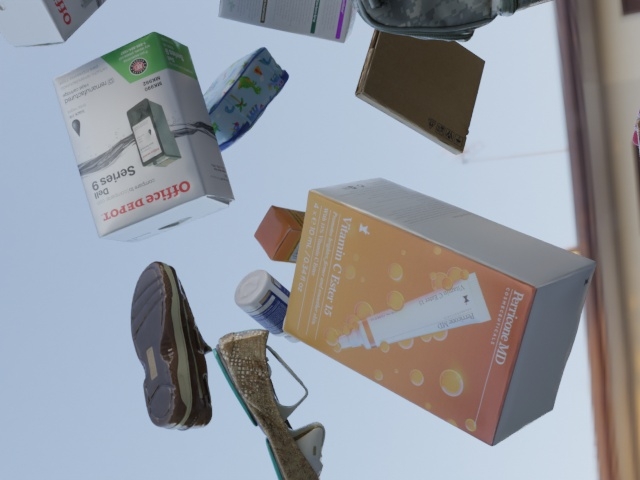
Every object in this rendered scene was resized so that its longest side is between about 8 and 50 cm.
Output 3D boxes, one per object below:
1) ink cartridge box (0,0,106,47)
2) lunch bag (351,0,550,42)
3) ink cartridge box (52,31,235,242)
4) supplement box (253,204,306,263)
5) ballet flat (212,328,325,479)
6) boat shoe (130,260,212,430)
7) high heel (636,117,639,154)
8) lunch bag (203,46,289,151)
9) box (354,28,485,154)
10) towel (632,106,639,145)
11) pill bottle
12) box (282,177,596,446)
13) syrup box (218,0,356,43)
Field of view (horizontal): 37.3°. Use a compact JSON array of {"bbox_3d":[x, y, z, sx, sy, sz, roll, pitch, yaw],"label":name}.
[{"bbox_3d":[-0.421,-0.469,1.519,0.283,0.117,0.207,-62,-36,-39],"label":"ink cartridge box"},{"bbox_3d":[0.117,-0.356,1.063,0.305,0.256,0.212,-112,4,-57],"label":"lunch bag"},{"bbox_3d":[-0.291,-0.165,1.574,0.289,0.211,0.121,71,-164,8],"label":"ink cartridge box"},{"bbox_3d":[0.000,0.000,1.712,0.233,0.078,0.080,11,-60,-43],"label":"supplement box"},{"bbox_3d":[-0.034,0.179,0.934,0.206,0.067,0.073,64,177,-4],"label":"ballet flat"},{"bbox_3d":[-0.205,0.153,1.352,0.095,0.095,0.257,22,-133,-43],"label":"boat shoe"},{"bbox_3d":[0.558,-0.017,1.324,0.127,0.181,0.377,20,-117,-70],"label":"high heel"},{"bbox_3d":[-0.166,-0.245,1.728,0.090,0.176,0.219,47,-129,-20],"label":"lunch bag"},{"bbox_3d":[0.153,-0.243,1.411,0.201,0.021,0.164,26,-110,-28],"label":"box"},{"bbox_3d":[0.612,-0.219,1.502,0.031,0.199,0.275,-48,-27,-30],"label":"towel"},{"bbox_3d":[-0.067,0.102,1.417,0.120,0.067,0.067,44,-127,-33],"label":"pill bottle"},{"bbox_3d":[0.144,0.077,1.236,0.168,0.345,0.215,-13,-60,-50],"label":"box"},{"bbox_3d":[-0.055,-0.431,1.717,0.093,0.237,0.096,-66,-11,-65],"label":"syrup box"}]
